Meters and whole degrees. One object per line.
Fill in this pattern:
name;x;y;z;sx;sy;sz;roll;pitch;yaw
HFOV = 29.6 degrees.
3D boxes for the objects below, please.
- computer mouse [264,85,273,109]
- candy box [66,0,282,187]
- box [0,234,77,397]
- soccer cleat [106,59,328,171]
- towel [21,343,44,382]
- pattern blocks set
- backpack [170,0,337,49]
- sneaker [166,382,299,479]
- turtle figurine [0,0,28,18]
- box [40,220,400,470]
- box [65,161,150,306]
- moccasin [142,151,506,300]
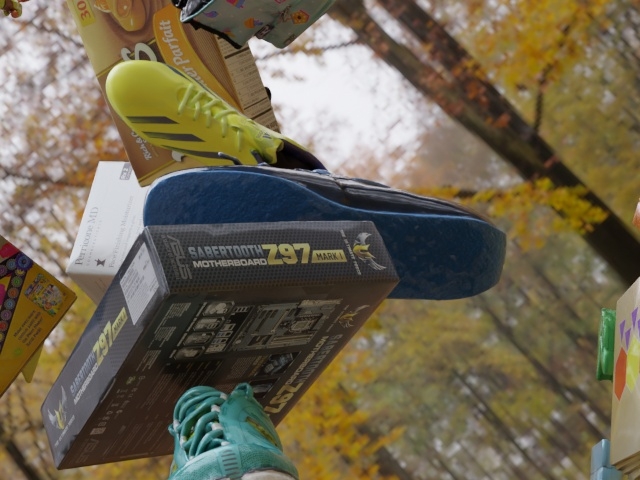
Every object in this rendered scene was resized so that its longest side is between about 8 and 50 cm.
computer mouse;-0.153;-0.189;1.693;0.193;0.106;0.042;12;-27;-18
candy box;-0.192;-0.242;1.513;0.183;0.316;0.087;-14;14;28
box;-0.447;0.015;1.211;0.279;0.290;0.177;45;-105;-33
soccer cleat;-0.100;-0.117;1.341;0.121;0.289;0.093;-7;54;60
towel;-0.468;0.125;1.884;0.237;0.021;0.102;89;-168;-57
pattern blocks set;0.244;0.090;0.875;0.325;0.026;0.285;87;-170;-81
backpack;-0.046;-0.294;1.211;0.144;0.165;0.188;19;-31;-25
sneaker;-0.064;0.143;0.741;0.107;0.110;0.275;-17;-10;-6
turtle figurine;-0.534;-0.326;1.766;0.270;0.217;0.087;1;-39;-2
box;-0.077;0.076;0.868;0.183;0.059;0.232;-1;-35;-34
box;-0.247;0.010;1.697;0.182;0.119;0.181;62;-145;-58
moccasin;0.000;0.000;1.150;0.117;0.342;0.137;-118;42;-72
